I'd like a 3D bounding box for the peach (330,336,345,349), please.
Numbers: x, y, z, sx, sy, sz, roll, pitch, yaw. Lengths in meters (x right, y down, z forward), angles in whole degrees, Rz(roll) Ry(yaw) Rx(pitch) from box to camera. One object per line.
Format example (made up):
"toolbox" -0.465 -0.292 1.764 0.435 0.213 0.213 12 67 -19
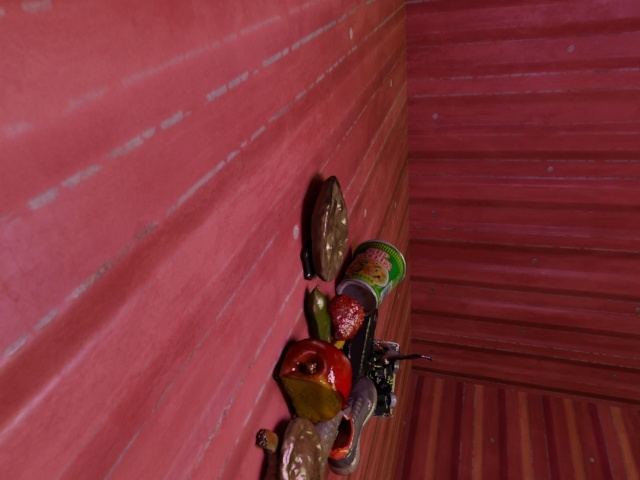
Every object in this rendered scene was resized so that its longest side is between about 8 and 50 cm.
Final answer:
"peach" 0.053 0.308 1.402 0.078 0.050 0.083 -60 148 -3

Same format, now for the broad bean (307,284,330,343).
"broad bean" -0.001 0.263 1.229 0.098 0.055 0.319 -48 141 -62

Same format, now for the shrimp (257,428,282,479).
"shrimp" -0.116 0.499 0.951 0.161 0.049 0.166 -64 150 -53

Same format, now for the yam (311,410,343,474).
"yam" -0.013 0.564 1.203 0.259 0.093 0.093 -60 148 -52

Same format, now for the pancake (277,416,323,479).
"pancake" -0.036 0.539 1.031 0.236 0.042 0.223 -81 150 -44

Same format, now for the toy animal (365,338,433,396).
"toy animal" 0.230 0.432 1.568 0.273 0.197 0.160 -61 -161 25

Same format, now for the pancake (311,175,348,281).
"pancake" 0.028 -0.031 1.210 0.294 0.049 0.295 5 90 -75

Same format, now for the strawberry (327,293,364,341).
"strawberry" 0.070 0.229 1.312 0.148 0.130 0.131 -101 -169 -79

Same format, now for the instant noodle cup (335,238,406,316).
"instant noodle cup" 0.164 0.140 1.502 0.233 0.206 0.207 -48 139 -52

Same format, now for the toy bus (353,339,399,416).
"toy bus" 0.209 0.523 1.714 0.167 0.138 0.276 163 -65 -72

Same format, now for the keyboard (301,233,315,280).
"keyboard" -0.001 0.000 1.234 0.262 0.016 0.106 -62 150 -52

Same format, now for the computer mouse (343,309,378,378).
"computer mouse" 0.133 0.352 1.573 0.170 0.100 0.270 14 87 -71

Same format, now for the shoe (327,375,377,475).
"shoe" 0.086 0.583 1.475 0.171 0.132 0.337 65 36 -39

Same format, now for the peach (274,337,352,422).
"peach" 0.004 0.353 1.108 0.159 0.153 0.268 -68 154 -45
